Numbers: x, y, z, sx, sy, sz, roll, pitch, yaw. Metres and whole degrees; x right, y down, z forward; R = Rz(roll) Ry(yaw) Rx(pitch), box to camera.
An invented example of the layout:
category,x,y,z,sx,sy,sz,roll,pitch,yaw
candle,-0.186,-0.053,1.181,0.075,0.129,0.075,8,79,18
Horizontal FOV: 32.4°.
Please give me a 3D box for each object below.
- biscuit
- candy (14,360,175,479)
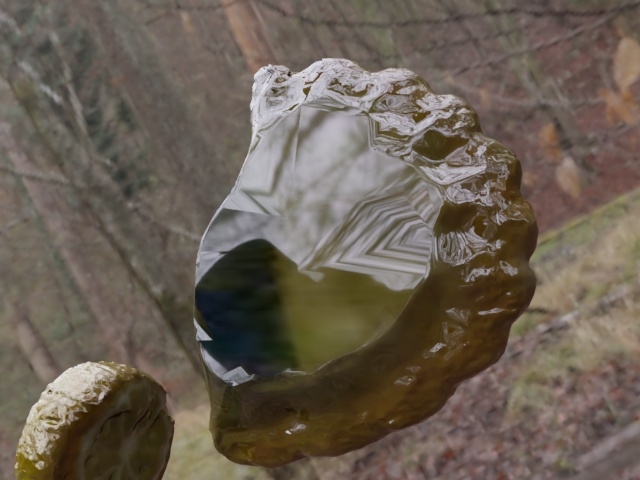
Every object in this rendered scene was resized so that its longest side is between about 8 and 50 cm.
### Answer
category,x,y,z,sx,sy,sz,roll,pitch,yaw
biscuit,0.000,0.000,0.880,0.329,0.335,0.078,-38,-29,16
candy,-0.312,0.297,1.558,0.118,0.260,0.260,15,23,33
